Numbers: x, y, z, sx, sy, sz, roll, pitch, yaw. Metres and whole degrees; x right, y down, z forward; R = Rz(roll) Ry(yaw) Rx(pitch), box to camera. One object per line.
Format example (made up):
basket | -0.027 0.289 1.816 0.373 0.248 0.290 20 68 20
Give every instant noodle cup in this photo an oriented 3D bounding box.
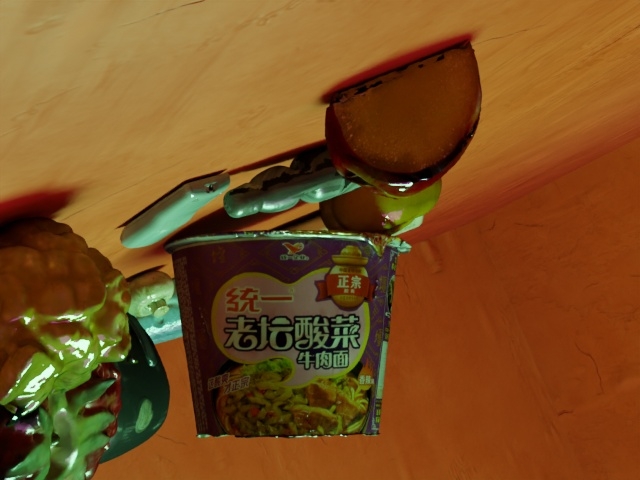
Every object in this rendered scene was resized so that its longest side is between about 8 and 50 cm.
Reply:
instant noodle cup | -0.043 0.134 1.728 0.339 0.266 0.340 -1 171 0

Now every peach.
peach | 0.082 -0.115 1.218 0.172 0.127 0.092 -47 173 -14
peach | 0.080 -0.059 1.751 0.179 0.103 0.179 -26 175 -2

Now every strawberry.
strawberry | -0.384 0.165 1.397 0.292 0.310 0.292 -47 159 -24

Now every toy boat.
toy boat | -0.310 0.160 2.245 0.329 0.123 0.215 -21 174 -7

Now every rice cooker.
rice cooker | -0.375 0.223 1.928 0.267 0.267 0.224 -25 168 23

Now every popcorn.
popcorn | -0.281 0.077 1.169 0.189 0.169 0.218 -20 168 -47

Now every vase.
vase | -0.018 -0.068 1.432 0.211 0.060 0.060 -20 175 -34

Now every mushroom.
mushroom | -0.260 0.084 1.940 0.083 0.067 0.083 -30 159 -13

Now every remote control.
remote control | -0.159 -0.030 1.390 0.061 0.029 0.162 -21 175 -40

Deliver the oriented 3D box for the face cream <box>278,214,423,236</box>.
face cream | 0.000 0.000 2.136 0.348 0.081 0.173 -22 173 -5
